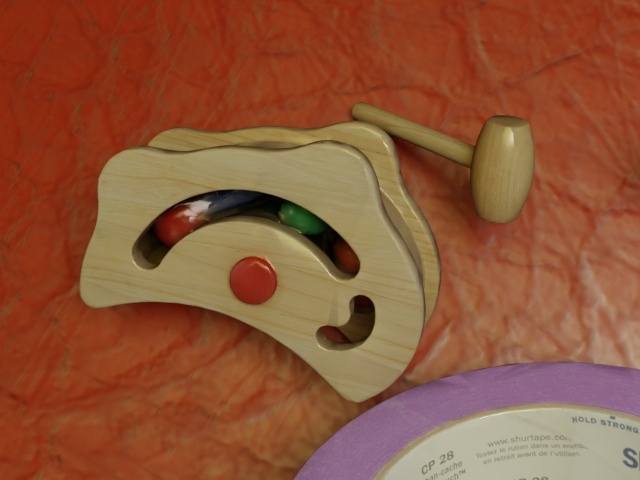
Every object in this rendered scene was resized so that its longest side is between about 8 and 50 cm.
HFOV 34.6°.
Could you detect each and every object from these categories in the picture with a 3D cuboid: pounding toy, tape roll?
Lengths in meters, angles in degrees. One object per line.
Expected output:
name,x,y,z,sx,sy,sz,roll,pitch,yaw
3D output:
pounding toy,0.000,0.000,0.653,0.269,0.155,0.154,0,107,15
tape roll,0.115,0.171,0.502,0.275,0.275,0.090,-6,116,5
